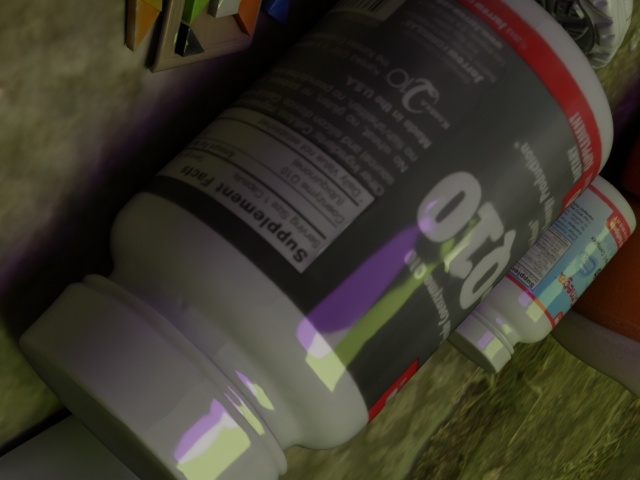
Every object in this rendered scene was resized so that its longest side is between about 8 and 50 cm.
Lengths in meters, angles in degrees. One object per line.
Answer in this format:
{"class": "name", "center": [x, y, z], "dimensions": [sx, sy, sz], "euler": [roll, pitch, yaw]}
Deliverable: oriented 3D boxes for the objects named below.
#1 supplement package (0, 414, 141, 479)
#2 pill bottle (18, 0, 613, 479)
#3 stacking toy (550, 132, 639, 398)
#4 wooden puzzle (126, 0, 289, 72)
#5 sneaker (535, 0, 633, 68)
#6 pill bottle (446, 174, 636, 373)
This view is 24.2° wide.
{"class": "supplement package", "center": [-0.115, 0.222, 0.855], "dimensions": [0.134, 0.139, 0.244], "euler": [-30, 147, -39]}
{"class": "pill bottle", "center": [0.000, 0.000, 0.747], "dimensions": [0.283, 0.161, 0.161], "euler": [-46, 154, -17]}
{"class": "stacking toy", "center": [0.404, -0.094, 1.238], "dimensions": [0.350, 0.350, 0.480], "euler": [-3, 110, -59]}
{"class": "wooden puzzle", "center": [-0.047, -0.112, 0.696], "dimensions": [0.116, 0.014, 0.078], "euler": [-29, 145, -43]}
{"class": "sneaker", "center": [0.159, -0.194, 0.860], "dimensions": [0.115, 0.090, 0.232], "euler": [-50, 153, -19]}
{"class": "pill bottle", "center": [0.159, 0.020, 1.135], "dimensions": [0.160, 0.087, 0.087], "euler": [-49, 155, -9]}
